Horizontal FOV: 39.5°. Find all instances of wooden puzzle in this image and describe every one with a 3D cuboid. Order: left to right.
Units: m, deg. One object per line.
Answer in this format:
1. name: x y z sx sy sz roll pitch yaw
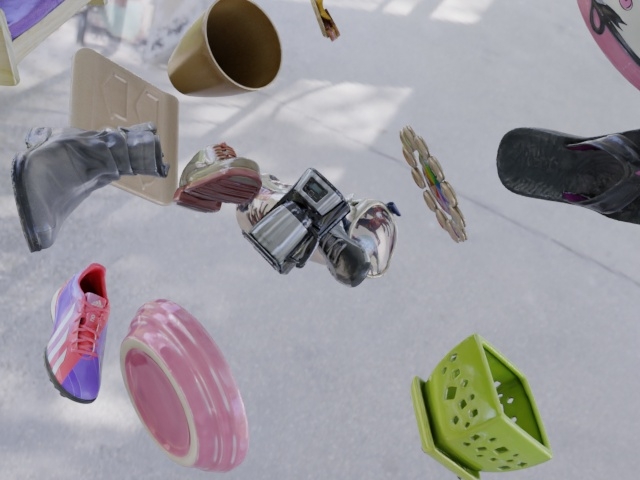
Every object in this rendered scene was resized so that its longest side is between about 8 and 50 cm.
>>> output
1. wooden puzzle: -0.502 -0.273 2.244 0.347 0.080 0.322 22 62 -53

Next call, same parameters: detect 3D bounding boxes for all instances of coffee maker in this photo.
1. coffee maker: -0.044 -0.036 1.613 0.120 0.178 0.171 47 -5 -9

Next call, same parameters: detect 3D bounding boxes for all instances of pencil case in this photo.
1. pencil case: -0.017 -0.047 1.957 0.160 0.184 0.410 -28 31 -36

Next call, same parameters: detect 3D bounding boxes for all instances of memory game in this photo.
1. memory game: 0.156 -0.077 1.246 0.012 0.186 0.186 -28 51 -3

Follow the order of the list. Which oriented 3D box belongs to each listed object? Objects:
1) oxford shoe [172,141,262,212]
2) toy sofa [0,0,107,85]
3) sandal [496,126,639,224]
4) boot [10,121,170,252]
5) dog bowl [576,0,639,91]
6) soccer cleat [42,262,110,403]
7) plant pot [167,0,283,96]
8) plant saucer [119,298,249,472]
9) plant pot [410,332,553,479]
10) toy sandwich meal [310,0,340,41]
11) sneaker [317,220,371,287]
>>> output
1. oxford shoe: -0.205 -0.139 1.749 0.123 0.348 0.130 16 79 -27
2. toy sofa: -0.473 -0.393 1.376 0.150 0.177 0.363 6 35 10
3. sandal: 0.468 -0.113 1.534 0.107 0.168 0.445 -10 12 -38
4. boot: -0.348 -0.107 1.384 0.222 0.118 0.338 -6 34 -7
5. dog bowl: 0.534 -0.342 1.243 0.407 0.150 0.408 12 58 -21
6. soccer cleat: -0.446 0.168 1.676 0.108 0.116 0.318 30 23 -31
7. plant pot: -0.265 -0.452 2.222 0.237 0.254 0.237 13 71 -42
8. plant saucer: -0.254 0.268 1.566 0.084 0.332 0.332 -26 57 -34
9. plant pot: 0.329 0.373 1.898 0.227 0.207 0.228 40 26 -36
10. toy sandwich meal: 0.008 -0.386 1.539 0.029 0.086 0.086 -20 43 5
11. sneaker: 0.000 0.000 1.699 0.132 0.086 0.229 28 14 -34
